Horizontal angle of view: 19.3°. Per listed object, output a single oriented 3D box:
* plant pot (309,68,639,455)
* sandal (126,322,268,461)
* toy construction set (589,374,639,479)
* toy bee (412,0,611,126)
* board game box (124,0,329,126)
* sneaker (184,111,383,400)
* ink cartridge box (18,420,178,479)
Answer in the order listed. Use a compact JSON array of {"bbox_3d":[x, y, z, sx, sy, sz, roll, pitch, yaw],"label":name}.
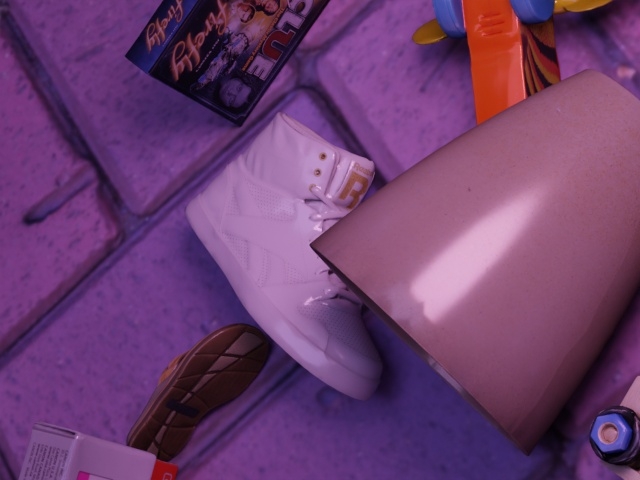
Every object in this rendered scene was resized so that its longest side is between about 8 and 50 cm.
[{"bbox_3d":[0.175,-0.005,1.594,0.274,0.256,0.256,-46,56,-3],"label":"plant pot"},{"bbox_3d":[-0.127,0.142,1.827,0.180,0.072,0.049,-48,35,15],"label":"sandal"},{"bbox_3d":[0.337,0.150,1.492,0.215,0.151,0.328,35,83,34],"label":"toy construction set"},{"bbox_3d":[0.184,-0.240,1.718,0.195,0.162,0.298,16,108,26],"label":"toy bee"},{"bbox_3d":[-0.064,-0.244,1.844,0.042,0.165,0.243,39,98,34],"label":"board game box"},{"bbox_3d":[0.000,0.000,1.762,0.169,0.108,0.292,-49,55,13],"label":"sneaker"},{"bbox_3d":[-0.207,0.321,1.707,0.060,0.239,0.275,9,80,32],"label":"ink cartridge box"}]
